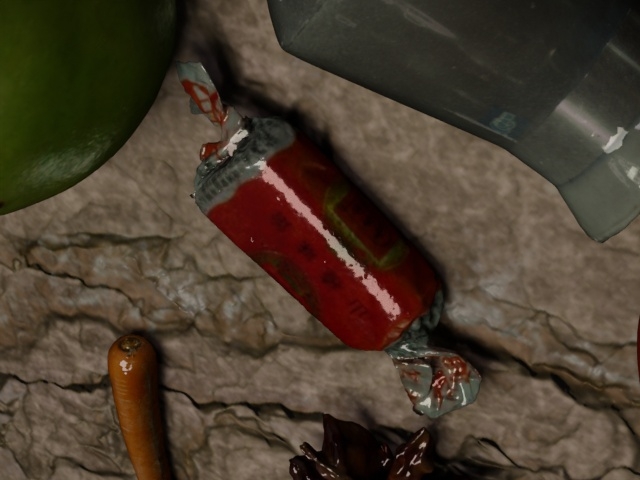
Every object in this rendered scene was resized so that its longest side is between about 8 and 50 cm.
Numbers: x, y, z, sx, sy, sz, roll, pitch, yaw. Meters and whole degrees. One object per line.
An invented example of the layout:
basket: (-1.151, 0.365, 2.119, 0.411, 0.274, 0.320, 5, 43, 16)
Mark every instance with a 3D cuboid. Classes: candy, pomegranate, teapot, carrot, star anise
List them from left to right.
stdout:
pomegranate: (-0.229, -0.167, 1.062, 0.310, 0.216, 0.358, 51, 133, -4)
carrot: (-0.132, 0.148, 1.357, 0.037, 0.037, 0.190, 14, 132, 24)
candy: (0.000, 0.000, 1.144, 0.292, 0.059, 0.086, 46, 133, -6)
star anise: (0.049, 0.184, 1.250, 0.168, 0.057, 0.168, 16, 136, 15)
teapot: (0.093, -0.115, 0.946, 0.225, 0.171, 0.203, 38, 166, -5)

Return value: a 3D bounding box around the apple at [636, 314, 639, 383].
apple: (0.281, 0.036, 0.883, 0.260, 0.216, 0.260, 19, 129, 25)
